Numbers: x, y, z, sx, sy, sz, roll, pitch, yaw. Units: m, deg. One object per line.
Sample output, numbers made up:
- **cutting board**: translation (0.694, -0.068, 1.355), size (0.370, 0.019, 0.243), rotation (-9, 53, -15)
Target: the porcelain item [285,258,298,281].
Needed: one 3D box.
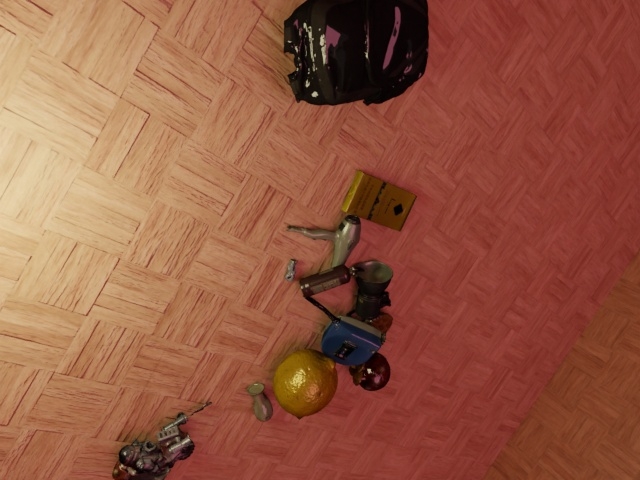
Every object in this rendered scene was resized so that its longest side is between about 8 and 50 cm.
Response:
- **porcelain item**: translation (-0.102, 0.107, 1.564), size (0.036, 0.028, 0.083), rotation (12, 105, -19)

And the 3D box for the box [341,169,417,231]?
- **box**: translation (0.218, -0.138, 1.627), size (0.278, 0.041, 0.153), rotation (16, 102, -34)

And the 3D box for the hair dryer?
- **hair dryer**: translation (0.013, 0.029, 1.583), size (0.267, 0.092, 0.229), rotation (-9, 122, -11)

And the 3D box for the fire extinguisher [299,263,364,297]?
- **fire extinguisher**: translation (0.045, 0.136, 1.595), size (0.231, 0.071, 0.099), rotation (-20, 159, 3)

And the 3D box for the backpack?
- **backpack**: translation (0.094, -0.549, 1.254), size (0.445, 0.254, 0.364), rotation (-27, 124, -33)

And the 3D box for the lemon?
- **lemon**: translation (-0.051, 0.516, 1.650), size (0.253, 0.228, 0.228), rotation (-47, 125, -3)

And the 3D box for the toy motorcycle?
- **toy motorcycle**: translation (-0.533, 0.704, 1.524), size (0.400, 0.134, 0.207), rotation (-28, 128, -15)

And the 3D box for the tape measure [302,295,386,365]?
- **tape measure**: translation (0.049, 0.351, 1.690), size (0.351, 0.098, 0.215), rotation (27, 128, -7)

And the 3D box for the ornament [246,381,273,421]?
- **ornament**: translation (-0.223, 0.614, 1.694), size (0.074, 0.081, 0.156), rotation (-9, 117, 12)

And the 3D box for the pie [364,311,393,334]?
- **pie**: translation (0.211, 0.363, 1.818), size (0.195, 0.046, 0.195), rotation (-25, 138, -24)

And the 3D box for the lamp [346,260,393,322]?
- **lamp**: translation (0.198, 0.209, 1.722), size (0.171, 0.147, 0.228), rotation (-11, 124, -22)

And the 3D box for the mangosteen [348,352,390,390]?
- **mangosteen**: translation (0.194, 0.530, 1.838), size (0.180, 0.166, 0.166), rotation (20, 101, -17)
